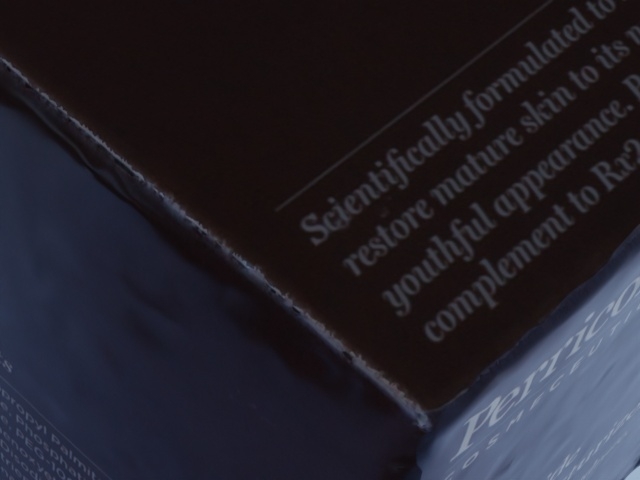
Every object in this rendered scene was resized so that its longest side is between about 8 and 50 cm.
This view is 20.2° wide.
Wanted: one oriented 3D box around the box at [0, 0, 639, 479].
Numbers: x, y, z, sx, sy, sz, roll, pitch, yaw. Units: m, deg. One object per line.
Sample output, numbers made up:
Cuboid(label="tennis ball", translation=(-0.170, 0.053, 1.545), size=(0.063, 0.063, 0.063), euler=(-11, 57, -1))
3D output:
Cuboid(label="box", translation=(0.000, 0.000, 0.455), size=(0.168, 0.167, 0.203), euler=(-38, 157, -31))
